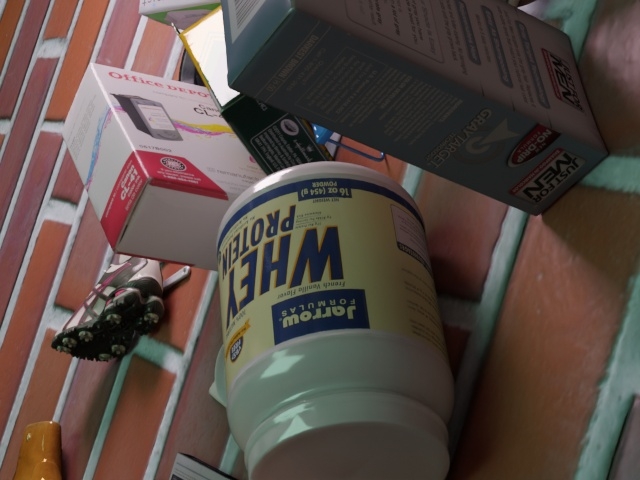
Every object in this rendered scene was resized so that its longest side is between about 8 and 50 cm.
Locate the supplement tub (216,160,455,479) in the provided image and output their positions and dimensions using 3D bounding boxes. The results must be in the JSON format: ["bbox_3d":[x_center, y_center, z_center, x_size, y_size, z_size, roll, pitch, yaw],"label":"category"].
[{"bbox_3d":[0.013,0.105,1.417,0.235,0.235,0.324,-46,37,37],"label":"supplement tub"}]

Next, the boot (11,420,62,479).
[{"bbox_3d":[-0.450,0.393,2.178,0.295,0.104,0.211,-25,52,58],"label":"boot"}]

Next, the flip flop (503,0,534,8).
[{"bbox_3d":[0.218,-0.295,1.487,0.112,0.080,0.277,-120,40,-49],"label":"flip flop"}]

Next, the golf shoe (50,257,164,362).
[{"bbox_3d":[-0.331,0.110,2.157,0.273,0.105,0.120,-31,43,41],"label":"golf shoe"}]

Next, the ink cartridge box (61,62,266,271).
[{"bbox_3d":[-0.204,-0.100,1.861,0.131,0.226,0.306,-62,38,27],"label":"ink cartridge box"}]

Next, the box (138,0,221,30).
[{"bbox_3d":[-0.129,-0.443,2.011,0.262,0.127,0.231,1,82,39],"label":"box"}]

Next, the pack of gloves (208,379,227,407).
[{"bbox_3d":[-0.085,0.149,1.759,0.232,0.046,0.195,34,102,61],"label":"pack of gloves"}]

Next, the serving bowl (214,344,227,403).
[{"bbox_3d":[-0.106,0.169,1.740,0.083,0.027,0.083,-18,70,58],"label":"serving bowl"}]

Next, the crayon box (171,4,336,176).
[{"bbox_3d":[-0.081,-0.180,1.772,0.083,0.203,0.323,-35,33,2],"label":"crayon box"}]

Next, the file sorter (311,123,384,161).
[{"bbox_3d":[0.072,-0.199,1.639,0.170,0.104,0.118,-52,34,31],"label":"file sorter"}]

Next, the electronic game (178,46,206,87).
[{"bbox_3d":[-0.164,-0.275,2.150,0.229,0.048,0.229,-24,61,54],"label":"electronic game"}]

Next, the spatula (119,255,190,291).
[{"bbox_3d":[-0.269,0.031,2.176,0.242,0.019,0.168,-33,45,48],"label":"spatula"}]

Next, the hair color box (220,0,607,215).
[{"bbox_3d":[0.089,-0.177,1.313,0.113,0.375,0.185,-46,37,36],"label":"hair color box"}]

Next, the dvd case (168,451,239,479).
[{"bbox_3d":[-0.179,0.412,1.777,0.179,0.030,0.238,7,78,61],"label":"dvd case"}]
